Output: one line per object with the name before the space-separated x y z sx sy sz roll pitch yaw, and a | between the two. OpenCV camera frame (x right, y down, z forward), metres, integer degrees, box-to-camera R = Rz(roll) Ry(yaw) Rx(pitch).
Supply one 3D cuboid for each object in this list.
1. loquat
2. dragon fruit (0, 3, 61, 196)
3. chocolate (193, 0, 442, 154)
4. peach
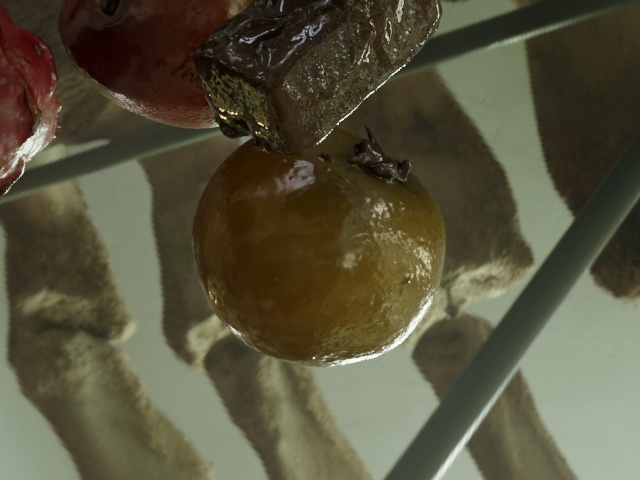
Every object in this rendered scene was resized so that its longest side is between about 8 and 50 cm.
loquat | 0.000 0.000 1.302 0.274 0.275 0.275 10 -61 19
dragon fruit | -0.355 -0.140 1.217 0.210 0.268 0.205 19 -77 19
chocolate | -0.009 -0.181 1.097 0.148 0.214 0.093 26 -28 47
peach | -0.139 -0.236 1.332 0.281 0.281 0.238 29 -63 8
